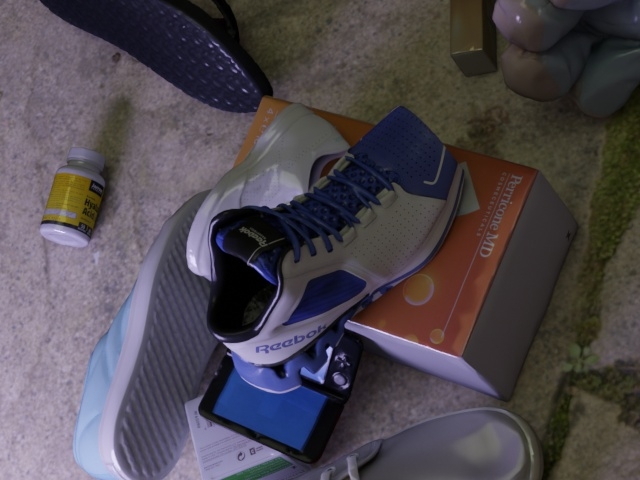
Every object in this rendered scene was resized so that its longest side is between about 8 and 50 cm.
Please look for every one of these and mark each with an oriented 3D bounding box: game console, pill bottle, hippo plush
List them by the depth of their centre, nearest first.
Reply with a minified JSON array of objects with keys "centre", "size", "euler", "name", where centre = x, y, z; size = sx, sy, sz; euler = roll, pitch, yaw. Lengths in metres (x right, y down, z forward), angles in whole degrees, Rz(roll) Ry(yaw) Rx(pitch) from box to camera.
[{"centre":[-0.043,0.144,1.594],"size":[0.144,0.124,0.085],"euler":[22,37,11],"name":"game console"},{"centre":[0.295,-0.308,1.621],"size":[0.294,0.234,0.237],"euler":[-38,45,29],"name":"hippo plush"},{"centre":[-0.307,-0.055,1.896],"size":[0.065,0.065,0.116],"euler":[5,72,26],"name":"pill bottle"}]

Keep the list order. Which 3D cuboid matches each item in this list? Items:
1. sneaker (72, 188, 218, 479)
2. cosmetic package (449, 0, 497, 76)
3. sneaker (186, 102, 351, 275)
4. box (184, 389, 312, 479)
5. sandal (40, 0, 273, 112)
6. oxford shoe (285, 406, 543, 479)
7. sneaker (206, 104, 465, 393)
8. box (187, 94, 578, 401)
[{"centre":[-0.201,0.105,1.748],"size":[0.150,0.135,0.366],"euler":[-7,53,46],"name":"sneaker"},{"centre":[0.178,-0.256,1.757],"size":[0.041,0.060,0.115],"euler":[-8,68,22],"name":"cosmetic package"},{"centre":[-0.053,-0.040,1.575],"size":[0.094,0.080,0.212],"euler":[36,86,20],"name":"sneaker"},{"centre":[-0.079,0.216,1.667],"size":[0.101,0.087,0.102],"euler":[-23,62,14],"name":"box"},{"centre":[-0.215,-0.302,1.906],"size":[0.445,0.167,0.107],"euler":[32,68,31],"name":"sandal"},{"centre":[0.019,0.298,1.567],"size":[0.449,0.130,0.169],"euler":[-24,60,13],"name":"oxford shoe"},{"centre":[-0.001,0.001,1.467],"size":[0.127,0.182,0.315],"euler":[39,90,30],"name":"sneaker"},{"centre":[0.068,0.005,1.637],"size":[0.345,0.168,0.215],"euler":[17,78,29],"name":"box"}]
